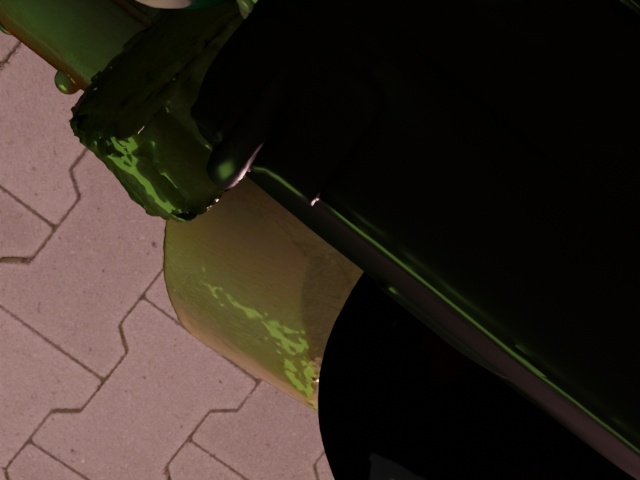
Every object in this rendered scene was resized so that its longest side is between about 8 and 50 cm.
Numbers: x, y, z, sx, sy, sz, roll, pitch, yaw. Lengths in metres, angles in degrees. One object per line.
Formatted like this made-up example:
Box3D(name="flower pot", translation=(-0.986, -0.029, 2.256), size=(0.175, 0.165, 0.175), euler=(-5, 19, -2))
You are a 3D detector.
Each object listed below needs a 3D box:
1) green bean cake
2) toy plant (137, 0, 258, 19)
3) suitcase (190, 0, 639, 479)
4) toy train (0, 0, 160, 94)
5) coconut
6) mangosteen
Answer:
Box3D(name="green bean cake", translation=(-0.099, -0.127, 1.535), size=(0.113, 0.214, 0.200), euler=(45, 175, -23))
Box3D(name="toy plant", translation=(-0.091, -0.202, 1.118), size=(0.232, 0.112, 0.243), euler=(36, 171, 23))
Box3D(name="suitcase", translation=(0.107, -0.010, 0.885), size=(0.345, 0.188, 0.339), euler=(36, 177, -5))
Box3D(name="toy train", translation=(-0.184, -0.206, 1.707), size=(0.285, 0.177, 0.116), euler=(38, 177, 17))
Box3D(name="coconut", translation=(0.000, 0.000, 1.757), size=(0.309, 0.297, 0.297), euler=(31, 175, 26))
Box3D(name="mangosteen", translation=(0.149, 0.101, 1.167), size=(0.297, 0.297, 0.313), euler=(39, 141, -15))
